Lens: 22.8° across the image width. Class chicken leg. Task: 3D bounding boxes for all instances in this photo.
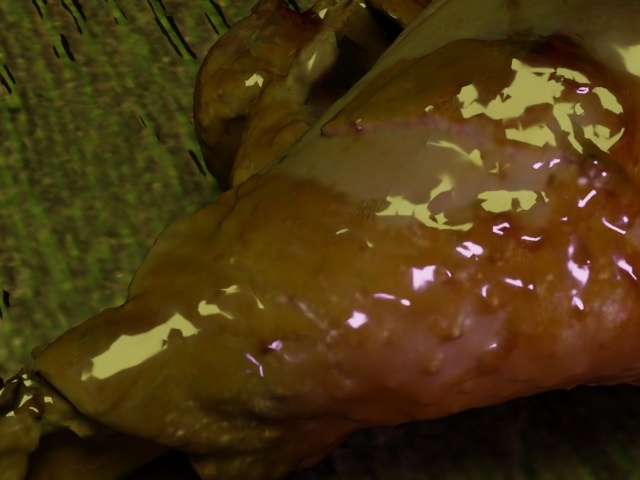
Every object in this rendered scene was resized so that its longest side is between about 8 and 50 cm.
[{"bbox_3d":[0.000,0.000,0.634,0.409,0.182,0.295,-32,41,-12],"label":"chicken leg"}]
